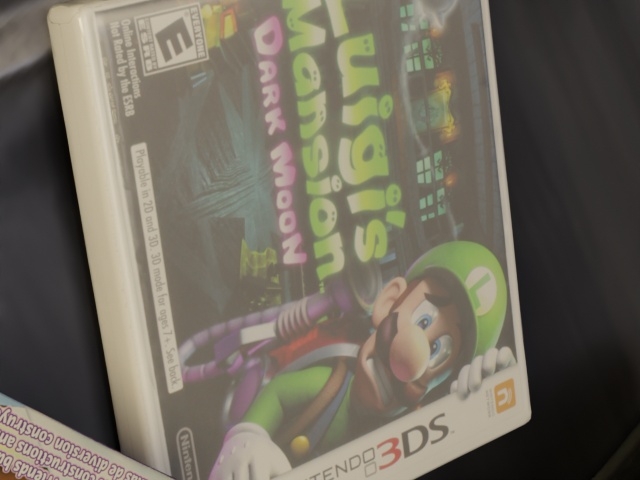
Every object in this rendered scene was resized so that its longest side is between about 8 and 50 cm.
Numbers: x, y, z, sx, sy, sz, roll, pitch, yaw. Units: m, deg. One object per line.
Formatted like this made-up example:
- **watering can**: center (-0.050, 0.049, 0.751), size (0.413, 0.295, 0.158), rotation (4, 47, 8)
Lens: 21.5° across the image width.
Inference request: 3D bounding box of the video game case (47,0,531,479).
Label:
- **video game case**: center (0.000, 0.000, 0.564), size (0.173, 0.022, 0.190), rotation (-20, 109, -39)

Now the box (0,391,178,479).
- **box**: center (-0.187, 0.092, 0.385), size (0.293, 0.057, 0.201), rotation (35, 72, -40)

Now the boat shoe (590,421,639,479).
- **boat shoe**: center (0.066, 0.138, 0.589), size (0.340, 0.127, 0.113), rotation (-27, 84, -28)
